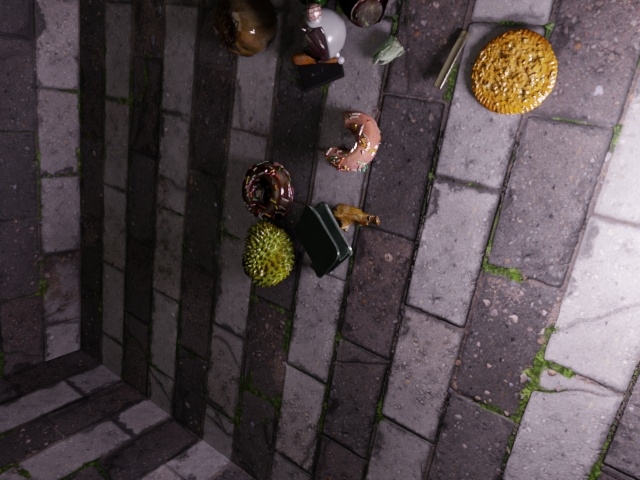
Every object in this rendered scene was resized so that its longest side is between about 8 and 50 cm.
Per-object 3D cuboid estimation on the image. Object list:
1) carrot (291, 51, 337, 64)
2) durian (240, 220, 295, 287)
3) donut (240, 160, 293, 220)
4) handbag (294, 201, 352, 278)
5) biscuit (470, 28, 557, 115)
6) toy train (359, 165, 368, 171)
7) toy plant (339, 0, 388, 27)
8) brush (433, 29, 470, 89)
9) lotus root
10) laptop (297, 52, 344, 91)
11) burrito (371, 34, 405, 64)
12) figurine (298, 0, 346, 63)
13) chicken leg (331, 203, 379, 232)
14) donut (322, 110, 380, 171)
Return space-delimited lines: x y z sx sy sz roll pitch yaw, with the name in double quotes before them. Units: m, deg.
"carrot" -0.014 -0.692 1.795 0.216 0.048 0.048 11 106 26
"durian" -0.216 0.054 1.992 0.224 0.291 0.291 -4 99 0
"donut" -0.235 -0.211 2.031 0.269 0.103 0.270 8 104 36
"handbag" -0.001 0.000 1.874 0.247 0.079 0.260 61 151 12
"biscuit" 0.580 -0.508 1.430 0.254 0.035 0.254 8 104 34
"toy train" 0.146 -0.297 1.784 0.053 0.033 0.083 -11 92 41
"toy plant" 0.149 -0.854 1.594 0.218 0.175 0.235 -30 56 42
"brush" 0.427 -0.584 1.533 0.034 0.027 0.190 33 109 21
"lotus root" -0.328 -0.883 1.918 0.272 0.192 0.272 14 115 33
"laptop" -0.002 -0.666 1.823 0.197 0.016 0.135 -11 95 36
"burrito" 0.231 -0.655 1.644 0.118 0.044 0.074 -31 85 32
"figurine" -0.004 -0.809 1.667 0.167 0.281 0.370 -9 104 2
"chicken leg" 0.129 -0.081 1.810 0.207 0.085 0.101 14 82 29
"donut" 0.116 -0.361 1.733 0.199 0.085 0.233 31 101 31
